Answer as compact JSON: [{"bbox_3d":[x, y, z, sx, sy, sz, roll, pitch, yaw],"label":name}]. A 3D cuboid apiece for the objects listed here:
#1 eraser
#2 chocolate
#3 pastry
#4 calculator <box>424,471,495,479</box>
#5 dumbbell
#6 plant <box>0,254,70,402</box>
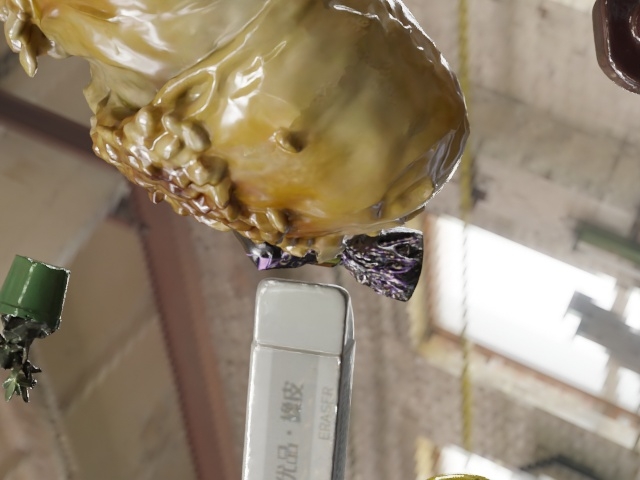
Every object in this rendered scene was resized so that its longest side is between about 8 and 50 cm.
[{"bbox_3d":[-0.023,0.198,1.661,0.061,0.089,0.351,-50,-34,-71],"label":"eraser"},{"bbox_3d":[0.000,0.003,1.363,0.070,0.147,0.072,112,170,-45],"label":"chocolate"},{"bbox_3d":[-0.061,-0.118,1.024,0.184,0.315,0.284,-38,21,7],"label":"pastry"},{"bbox_3d":[0.090,0.257,1.126,0.032,0.146,0.234,-33,50,55],"label":"calculator"},{"bbox_3d":[0.376,-0.239,1.893,0.225,0.124,0.140,141,126,-70],"label":"dumbbell"},{"bbox_3d":[-0.210,0.063,1.300,0.051,0.051,0.102,24,-99,-69],"label":"plant"}]
